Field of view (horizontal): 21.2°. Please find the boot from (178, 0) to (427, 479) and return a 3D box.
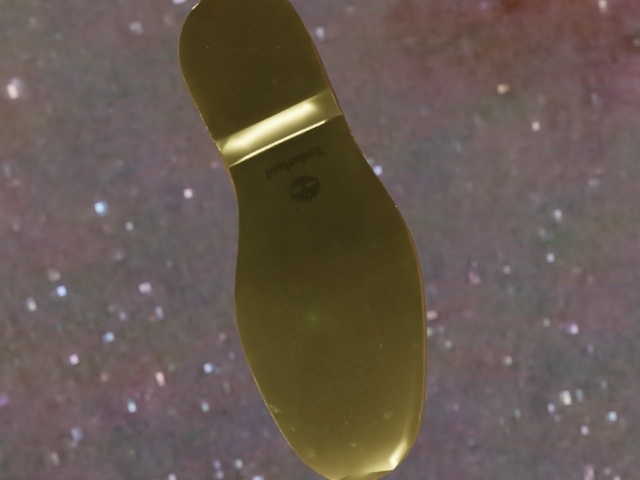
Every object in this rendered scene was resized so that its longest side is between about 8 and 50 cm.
[{"bbox_3d":[0.000,0.000,1.035,0.112,0.115,0.305,-17,-106,6],"label":"boot"}]
